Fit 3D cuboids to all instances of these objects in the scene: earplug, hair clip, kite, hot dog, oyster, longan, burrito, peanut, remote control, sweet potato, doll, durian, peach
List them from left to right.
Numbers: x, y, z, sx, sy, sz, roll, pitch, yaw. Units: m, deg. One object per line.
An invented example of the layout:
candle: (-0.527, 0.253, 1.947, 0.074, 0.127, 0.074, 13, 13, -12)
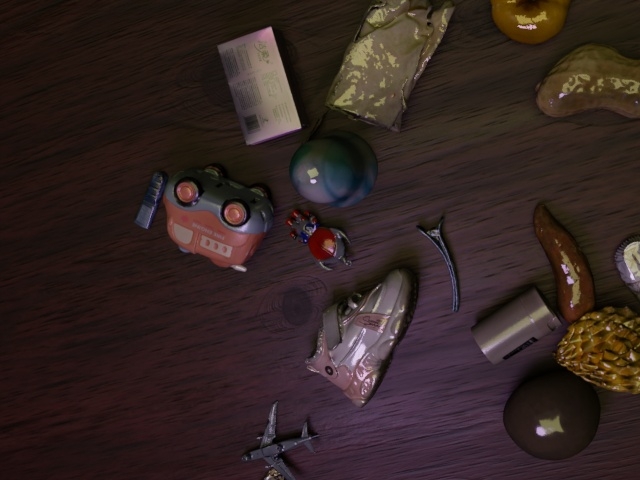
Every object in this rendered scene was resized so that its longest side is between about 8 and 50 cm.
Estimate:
remote control: (-0.431, -0.105, 2.005, 0.043, 0.027, 0.152, 25, 104, 4)
oyster: (-0.124, 0.672, 2.037, 0.108, 0.053, 0.165, 37, 114, 32)
kite: (-0.031, -0.238, 1.849, 0.010, 0.183, 0.160, 33, 147, -1)
doll: (0.000, 0.001, 1.910, 0.195, 0.062, 0.104, 39, 92, 12)
earplug: (0.015, -0.151, 1.746, 0.185, 0.324, 0.185, 2, 98, 11)
burrito: (0.157, -0.417, 1.774, 0.190, 0.135, 0.332, 25, 100, -1)
hair clip: (0.297, 0.061, 1.863, 0.070, 0.039, 0.229, -19, 95, 13)
peach: (0.455, -0.517, 1.711, 0.179, 0.103, 0.179, 1, 97, 9)
longan: (0.528, 0.397, 1.785, 0.220, 0.196, 0.196, -24, 92, 3)
sweet potato: (0.557, 0.053, 1.779, 0.097, 0.097, 0.291, -17, 90, 14)
peanut: (0.611, -0.340, 1.681, 0.291, 0.143, 0.159, 2, 109, 10)
durian: (0.678, 0.261, 1.705, 0.305, 0.195, 0.185, 5, 125, 4)
hot dog: (0.735, 0.082, 1.763, 0.099, 0.053, 0.192, -35, 93, 16)

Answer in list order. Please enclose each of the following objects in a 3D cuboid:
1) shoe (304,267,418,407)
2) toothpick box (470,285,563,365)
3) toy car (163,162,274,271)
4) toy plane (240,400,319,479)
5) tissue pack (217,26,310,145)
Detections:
shoe: (0.095, 0.209, 1.861, 0.198, 0.172, 0.351, 25, 101, 11)
toothpick box: (0.451, 0.195, 1.812, 0.181, 0.111, 0.111, -36, 89, 16)
toy car: (-0.255, -0.049, 1.905, 0.270, 0.180, 0.212, 24, 112, 7)
toy plane: (-0.112, 0.531, 2.011, 0.226, 0.058, 0.226, -20, 77, 14)
tissue pack: (-0.131, -0.363, 1.866, 0.148, 0.092, 0.246, -15, 95, 15)
